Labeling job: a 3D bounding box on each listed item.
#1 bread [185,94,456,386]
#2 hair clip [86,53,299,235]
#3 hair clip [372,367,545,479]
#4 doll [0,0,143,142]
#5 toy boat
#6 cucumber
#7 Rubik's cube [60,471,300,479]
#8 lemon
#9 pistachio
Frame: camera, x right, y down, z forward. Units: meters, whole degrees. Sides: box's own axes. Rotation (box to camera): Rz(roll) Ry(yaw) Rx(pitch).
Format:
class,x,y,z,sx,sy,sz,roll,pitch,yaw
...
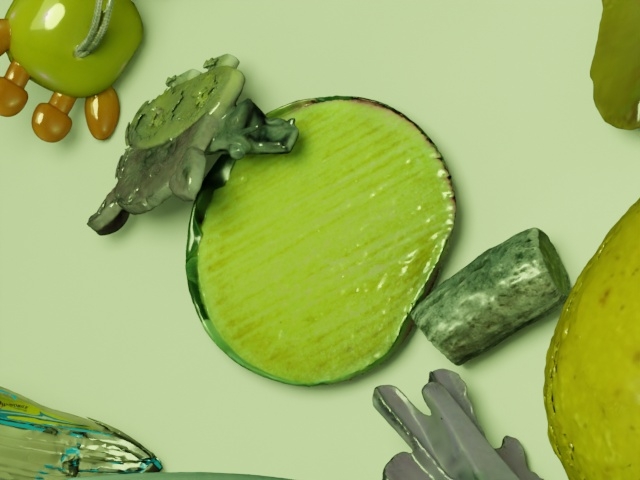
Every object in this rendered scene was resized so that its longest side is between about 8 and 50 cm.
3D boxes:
class,x,y,z,sx,sy,sz,roll,pitch,yaw
bread,0.000,0.000,1.316,0.228,0.033,0.228,-8,71,25
hair clip,-0.099,-0.079,1.349,0.187,0.056,0.146,-6,53,43
hair clip,0.122,0.196,1.140,0.278,0.137,0.090,46,142,43
doll,-0.184,-0.184,1.411,0.221,0.143,0.135,-59,32,-4
toy boat,-0.219,0.161,1.372,0.210,0.066,0.084,8,114,19
cucumber,0.118,0.041,1.228,0.112,0.064,0.064,-32,65,16
Rubik's cube,-0.072,0.370,1.058,0.352,0.351,0.347,-48,58,14
lemon,0.271,0.073,1.031,0.258,0.258,0.310,32,95,30
pistachio,0.241,-0.156,1.225,0.089,0.049,0.172,1,78,50
